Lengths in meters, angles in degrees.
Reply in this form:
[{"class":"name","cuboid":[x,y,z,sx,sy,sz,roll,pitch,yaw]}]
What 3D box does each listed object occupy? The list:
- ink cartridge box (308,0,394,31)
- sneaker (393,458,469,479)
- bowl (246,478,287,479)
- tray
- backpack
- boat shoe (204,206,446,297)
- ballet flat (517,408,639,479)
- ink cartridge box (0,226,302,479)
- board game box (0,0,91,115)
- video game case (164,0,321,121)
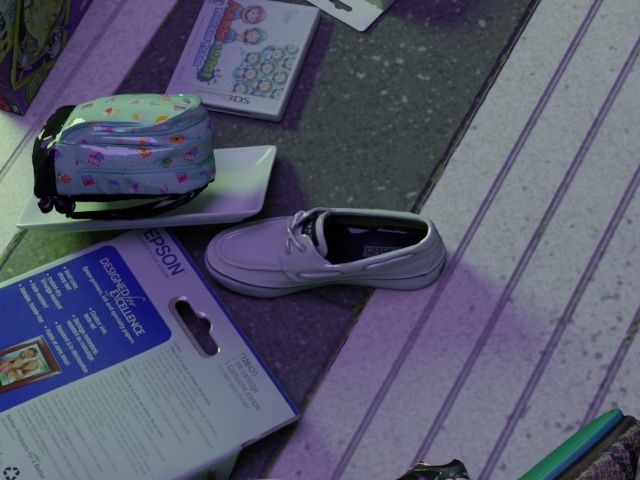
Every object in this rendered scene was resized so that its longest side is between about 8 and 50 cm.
[{"class":"ink cartridge box","cuboid":[0.065,-0.342,1.866,0.104,0.061,0.181,33,72,27]},{"class":"sneaker","cuboid":[0.090,0.239,1.534,0.119,0.047,0.057,-11,39,3]},{"class":"bowl","cuboid":[-0.078,0.305,1.517,0.142,0.053,0.142,-8,58,7]},{"class":"tray","cuboid":[-0.185,-0.050,1.741,0.270,0.030,0.145,-3,33,10]},{"class":"backpack","cuboid":[-0.201,-0.095,1.680,0.182,0.115,0.152,1,29,10]},{"class":"boat shoe","cuboid":[0.000,0.000,1.663,0.258,0.084,0.095,-5,59,9]},{"class":"ballet flat","cuboid":[0.116,0.333,1.400,0.483,0.164,0.182,-26,80,-18]},{"class":"ink cartridge box","cuboid":[-0.226,0.149,1.620,0.307,0.072,0.303,-22,56,-23]},{"class":"board game box","cuboid":[-0.313,-0.343,1.860,0.056,0.208,0.347,15,63,22]},{"class":"video game case","cuboid":[-0.089,-0.215,1.848,0.143,0.019,0.157,11,62,17]}]
